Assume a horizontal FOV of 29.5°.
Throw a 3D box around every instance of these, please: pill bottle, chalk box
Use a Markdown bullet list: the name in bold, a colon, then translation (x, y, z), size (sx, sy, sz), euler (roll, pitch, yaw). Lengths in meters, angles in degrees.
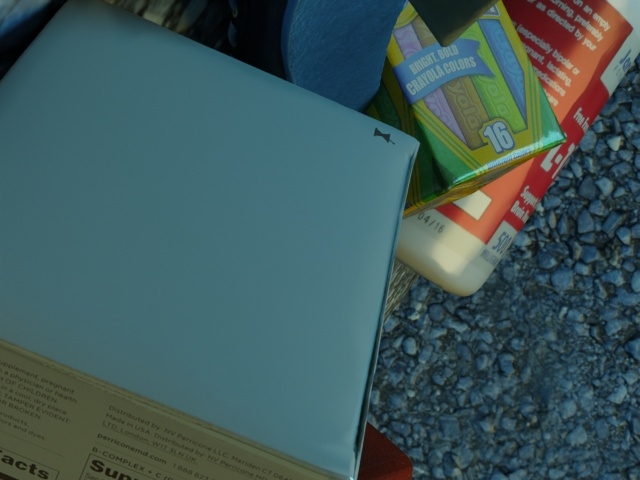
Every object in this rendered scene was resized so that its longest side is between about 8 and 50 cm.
- **pill bottle**: translation (0.155, -0.171, 1.118), size (0.407, 0.229, 0.229), euler (-56, 169, 3)
- **chalk box**: translation (0.062, -0.132, 0.924), size (0.132, 0.213, 0.132), euler (-23, 175, -33)

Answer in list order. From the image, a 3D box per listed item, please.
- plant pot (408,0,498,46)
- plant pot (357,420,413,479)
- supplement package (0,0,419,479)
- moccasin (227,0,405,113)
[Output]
- **plant pot**: translation (0.078, -0.268, 0.397), size (0.247, 0.252, 0.248), euler (-47, -176, -40)
- **plant pot**: translation (-0.126, 0.243, 1.120), size (0.236, 0.267, 0.267), euler (-2, 127, -59)
- **supplement package**: translation (-0.083, 0.030, 0.579), size (0.262, 0.204, 0.145), euler (-74, -171, -55)
- **moccasin**: translation (-0.022, -0.158, 0.730), size (0.138, 0.117, 0.342), euler (-37, 166, -24)
